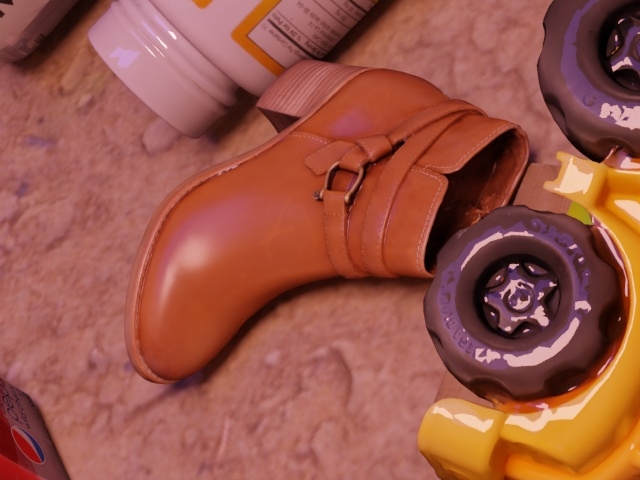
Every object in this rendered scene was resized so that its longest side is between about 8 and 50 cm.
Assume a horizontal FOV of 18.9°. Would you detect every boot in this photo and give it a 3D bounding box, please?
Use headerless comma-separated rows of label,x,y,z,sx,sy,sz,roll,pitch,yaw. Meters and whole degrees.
boot,0.000,0.000,0.928,0.152,0.073,0.197,22,77,44

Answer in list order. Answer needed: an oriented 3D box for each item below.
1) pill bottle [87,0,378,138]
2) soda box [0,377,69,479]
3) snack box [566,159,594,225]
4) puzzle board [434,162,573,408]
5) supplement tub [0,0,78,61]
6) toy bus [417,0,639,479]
pill bottle,-0.021,-0.157,1.015,0.215,0.117,0.117,-45,44,8
soda box,-0.260,0.173,1.005,0.263,0.092,0.083,-42,43,9
snack box,0.211,-0.016,0.768,0.207,0.070,0.174,13,71,40
puzzle board,0.113,0.026,0.866,0.096,0.011,0.128,9,69,40
supplement tub,-0.153,-0.291,1.149,0.338,0.207,0.207,-48,44,2
toy bus,0.165,0.019,0.655,0.211,0.149,0.220,23,82,24
